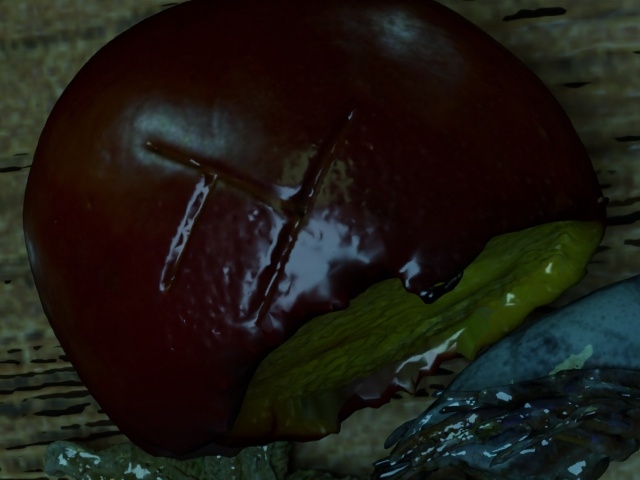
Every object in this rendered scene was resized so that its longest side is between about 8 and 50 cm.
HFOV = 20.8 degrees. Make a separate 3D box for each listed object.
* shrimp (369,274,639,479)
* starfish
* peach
[{"bbox_3d":[0.086,0.073,0.707,0.233,0.090,0.079,-22,85,1],"label":"shrimp"},{"bbox_3d":[-0.036,0.128,0.791,0.209,0.053,0.150,17,99,20],"label":"starfish"},{"bbox_3d":[0.000,0.000,0.688,0.226,0.196,0.190,11,135,21],"label":"peach"}]
